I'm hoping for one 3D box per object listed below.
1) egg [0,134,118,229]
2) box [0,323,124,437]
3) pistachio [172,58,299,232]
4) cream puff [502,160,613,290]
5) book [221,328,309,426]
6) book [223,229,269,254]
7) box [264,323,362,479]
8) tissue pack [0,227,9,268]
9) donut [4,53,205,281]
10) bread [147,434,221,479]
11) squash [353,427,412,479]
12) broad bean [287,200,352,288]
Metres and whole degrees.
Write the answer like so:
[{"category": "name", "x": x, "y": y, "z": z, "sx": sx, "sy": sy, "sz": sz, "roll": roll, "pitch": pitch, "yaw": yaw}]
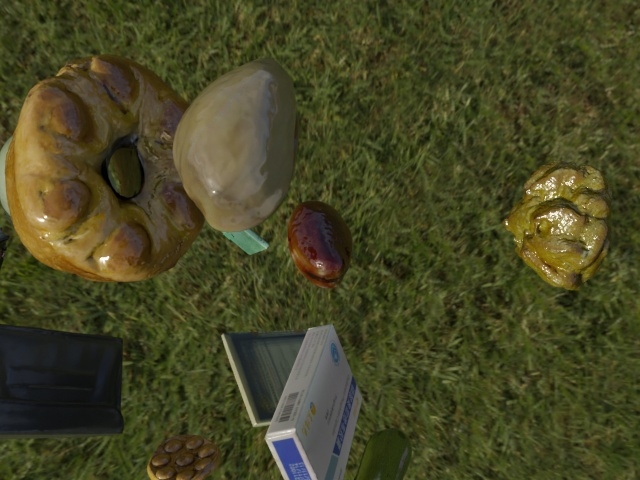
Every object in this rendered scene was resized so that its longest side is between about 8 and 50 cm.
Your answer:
[{"category": "egg", "x": -0.620, "y": -0.110, "z": 1.759, "sx": 0.259, "sy": 0.258, "sz": 0.352, "roll": -28, "pitch": 124, "yaw": -6}, {"category": "box", "x": -0.617, "y": 0.300, "z": 1.511, "sx": 0.251, "sy": 0.345, "sz": 0.204, "roll": -14, "pitch": 70, "yaw": 34}, {"category": "pistachio", "x": -0.078, "y": -0.095, "z": 0.733, "sx": 0.125, "sy": 0.124, "sz": 0.184, "roll": 23, "pitch": 72, "yaw": 3}, {"category": "cream puff", "x": 0.456, "y": -0.028, "z": 1.382, "sx": 0.196, "sy": 0.244, "sz": 0.244, "roll": 33, "pitch": 80, "yaw": 25}, {"category": "book", "x": -0.065, "y": 0.308, "z": 1.707, "sx": 0.323, "sy": 0.018, "sz": 0.228, "roll": 5, "pitch": 50, "yaw": -43}, {"category": "book", "x": -0.183, "y": -0.021, "z": 1.590, "sx": 0.135, "sy": 0.103, "sz": 0.017, "roll": 41, "pitch": 65, "yaw": -16}, {"category": "box", "x": -0.002, "y": 0.335, "z": 1.413, "sx": 0.065, "sy": 0.343, "sz": 0.200, "roll": -14, "pitch": 111, "yaw": 18}, {"category": "tissue pack", "x": -0.872, "y": 0.113, "z": 1.702, "sx": 0.123, "sy": 0.245, "sz": 0.332, "roll": 38, "pitch": 123, "yaw": 13}, {"category": "donut", "x": -0.293, "y": -0.094, "z": 1.033, "sx": 0.299, "sy": 0.150, "sz": 0.317, "roll": 49, "pitch": 48, "yaw": -20}, {"category": "bread", "x": -0.201, "y": 0.327, "z": 1.091, "sx": 0.110, "sy": 0.110, "sz": 0.024, "roll": -2, "pitch": 116, "yaw": -2}, {"category": "squash", "x": 0.056, "y": 0.243, "z": 0.728, "sx": 0.052, "sy": 0.183, "sz": 0.052, "roll": 6, "pitch": 112, "yaw": 15}, {"category": "broad bean", "x": 0.000, "y": 0.000, "z": 1.284, "sx": 0.114, "sy": 0.084, "sz": 0.165, "roll": 10, "pitch": 52, "yaw": -17}]
